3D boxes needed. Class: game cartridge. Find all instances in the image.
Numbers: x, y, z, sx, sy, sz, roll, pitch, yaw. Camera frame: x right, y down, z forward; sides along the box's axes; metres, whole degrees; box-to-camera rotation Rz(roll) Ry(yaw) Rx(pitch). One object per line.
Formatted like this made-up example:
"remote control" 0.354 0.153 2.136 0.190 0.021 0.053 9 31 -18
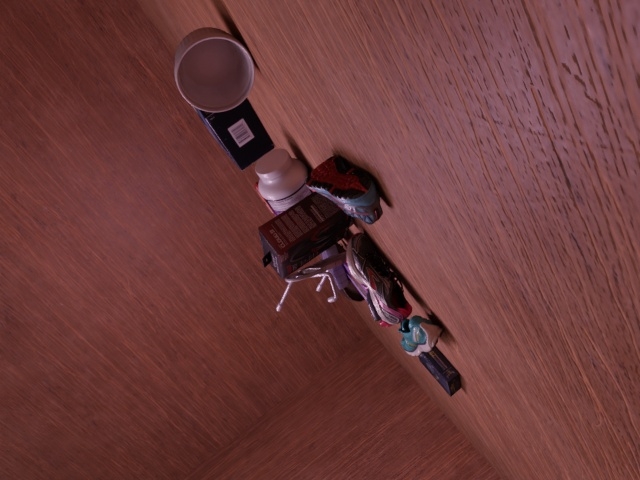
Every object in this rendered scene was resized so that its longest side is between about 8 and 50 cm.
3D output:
"game cartridge" 0.000 0.000 1.892 0.355 0.068 0.230 60 177 48

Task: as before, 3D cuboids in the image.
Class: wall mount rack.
"wall mount rack" 0.007 0.132 1.606 0.304 0.350 0.131 -12 96 46

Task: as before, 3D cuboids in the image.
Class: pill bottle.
"pill bottle" -0.094 -0.155 1.678 0.181 0.181 0.323 48 172 49

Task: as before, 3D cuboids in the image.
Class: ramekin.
"ramekin" -0.286 -0.458 1.283 0.109 0.207 0.207 61 -179 41

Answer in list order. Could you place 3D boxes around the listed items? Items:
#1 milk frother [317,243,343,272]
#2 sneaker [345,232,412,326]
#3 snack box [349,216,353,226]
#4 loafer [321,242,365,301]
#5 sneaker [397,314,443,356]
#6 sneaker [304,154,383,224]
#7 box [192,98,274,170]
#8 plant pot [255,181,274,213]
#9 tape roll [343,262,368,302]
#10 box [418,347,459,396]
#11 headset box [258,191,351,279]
"milk frother" 0.058 0.086 2.239 0.129 0.134 0.143 47 172 48
"sneaker" 0.182 0.108 1.470 0.112 0.120 0.299 -35 81 50
"snack box" 0.043 -0.121 1.561 0.178 0.022 0.064 51 174 19
"loafer" 0.126 0.164 2.139 0.130 0.134 0.366 33 165 50
"sneaker" 0.294 0.281 1.496 0.110 0.107 0.275 36 162 9
"sneaker" 0.053 -0.105 1.113 0.125 0.104 0.262 54 176 -32
"box" -0.374 -0.493 1.970 0.294 0.182 0.296 51 175 41
"plant pot" -0.172 -0.218 2.059 0.191 0.174 0.191 55 176 5
"tape roll" 0.195 0.168 1.791 0.275 0.090 0.275 52 175 6
"box" 0.437 0.470 1.805 0.183 0.059 0.233 49 174 32
"headset box" -0.056 -0.018 1.456 0.110 0.293 0.218 52 164 18
